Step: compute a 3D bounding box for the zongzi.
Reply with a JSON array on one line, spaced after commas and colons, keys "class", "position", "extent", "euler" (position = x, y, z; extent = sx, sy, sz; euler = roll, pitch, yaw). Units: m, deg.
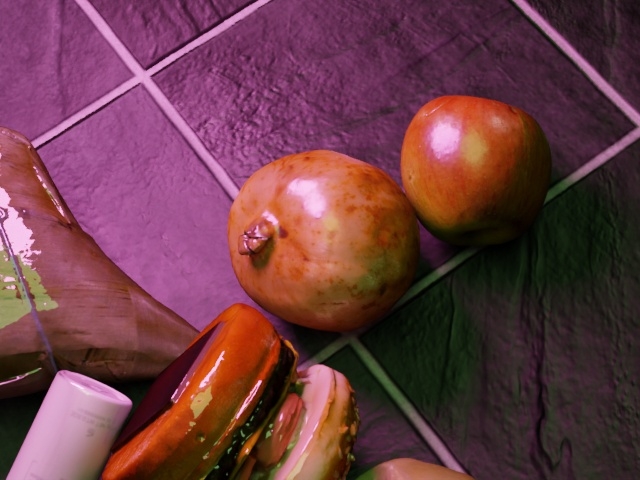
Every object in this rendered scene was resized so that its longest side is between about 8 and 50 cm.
[{"class": "zongzi", "position": [-0.309, 0.020, 1.579], "extent": [0.393, 0.174, 0.356], "euler": [-4, 71, -8]}]

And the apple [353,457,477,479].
[{"class": "apple", "position": [0.105, 0.377, 1.338], "extent": [0.279, 0.279, 0.279], "euler": [-2, 65, 3]}]

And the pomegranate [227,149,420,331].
[{"class": "pomegranate", "position": [0.000, 0.000, 1.533], "extent": [0.248, 0.248, 0.248], "euler": [-2, 65, 3]}]

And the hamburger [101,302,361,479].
[{"class": "hamburger", "position": [-0.091, 0.232, 1.406], "extent": [0.225, 0.291, 0.291], "euler": [38, 70, -12]}]

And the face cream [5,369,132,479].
[{"class": "face cream", "position": [-0.331, 0.325, 1.440], "extent": [0.102, 0.102, 0.345], "euler": [25, 87, 15]}]

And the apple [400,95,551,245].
[{"class": "apple", "position": [0.195, -0.084, 1.585], "extent": [0.196, 0.196, 0.196], "euler": [-2, 65, 3]}]
